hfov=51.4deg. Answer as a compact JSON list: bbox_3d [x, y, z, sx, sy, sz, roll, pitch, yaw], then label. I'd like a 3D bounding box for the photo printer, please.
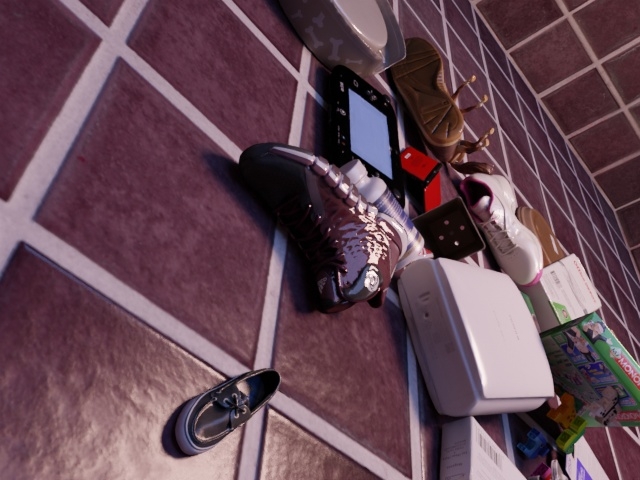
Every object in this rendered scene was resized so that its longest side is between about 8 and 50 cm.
[{"bbox_3d":[0.279,0.169,1.137,0.307,0.107,0.256,14,53,-47],"label":"photo printer"}]

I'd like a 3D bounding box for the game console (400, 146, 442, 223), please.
[{"bbox_3d":[0.201,-0.118,1.381,0.124,0.085,0.144,30,28,8],"label":"game console"}]

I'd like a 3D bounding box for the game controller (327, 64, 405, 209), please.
[{"bbox_3d":[0.080,-0.185,1.191,0.166,0.067,0.319,39,35,-35],"label":"game controller"}]

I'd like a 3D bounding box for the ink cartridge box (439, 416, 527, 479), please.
[{"bbox_3d":[0.265,0.433,0.959,0.275,0.060,0.239,49,32,-22],"label":"ink cartridge box"}]

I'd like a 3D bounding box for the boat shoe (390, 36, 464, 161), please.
[{"bbox_3d":[0.247,-0.331,1.564,0.123,0.123,0.342,72,0,-58],"label":"boat shoe"}]

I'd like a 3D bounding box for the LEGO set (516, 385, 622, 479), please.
[{"bbox_3d":[0.449,0.362,1.214,0.093,0.227,0.087,49,-8,-31],"label":"LEGO set"}]

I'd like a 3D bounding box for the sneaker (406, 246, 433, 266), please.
[{"bbox_3d":[0.157,0.010,1.170,0.118,0.042,0.067,-5,73,-57],"label":"sneaker"}]

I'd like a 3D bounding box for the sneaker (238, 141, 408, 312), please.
[{"bbox_3d":[0.000,0.000,0.875,0.281,0.106,0.163,31,56,-25],"label":"sneaker"}]

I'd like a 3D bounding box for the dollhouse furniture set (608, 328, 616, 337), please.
[{"bbox_3d":[0.676,0.277,1.662,0.123,0.144,0.151,54,-7,-13],"label":"dollhouse furniture set"}]

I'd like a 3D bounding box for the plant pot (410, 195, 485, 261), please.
[{"bbox_3d":[0.248,-0.013,1.279,0.109,0.109,0.096,64,17,6],"label":"plant pot"}]

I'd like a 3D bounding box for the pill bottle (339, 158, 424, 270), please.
[{"bbox_3d":[0.078,-0.038,1.031,0.169,0.094,0.094,53,30,-15],"label":"pill bottle"}]

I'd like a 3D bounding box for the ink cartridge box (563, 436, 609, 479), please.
[{"bbox_3d":[0.534,0.489,1.350,0.208,0.045,0.206,59,28,-5],"label":"ink cartridge box"}]

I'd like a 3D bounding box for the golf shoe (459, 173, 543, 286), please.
[{"bbox_3d":[0.416,-0.028,1.568,0.140,0.115,0.306,11,49,-42],"label":"golf shoe"}]

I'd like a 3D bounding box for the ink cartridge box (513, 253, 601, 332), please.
[{"bbox_3d":[0.579,0.135,1.631,0.208,0.087,0.153,-16,78,-42],"label":"ink cartridge box"}]

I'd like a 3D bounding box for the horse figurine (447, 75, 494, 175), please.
[{"bbox_3d":[0.334,-0.265,1.600,0.066,0.174,0.264,4,69,-36],"label":"horse figurine"}]

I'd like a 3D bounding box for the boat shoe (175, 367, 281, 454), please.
[{"bbox_3d":[-0.087,0.160,0.652,0.049,0.040,0.142,62,29,0],"label":"boat shoe"}]

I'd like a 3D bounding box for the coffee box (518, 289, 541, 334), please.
[{"bbox_3d":[0.427,0.158,1.472,0.184,0.040,0.113,26,45,-47],"label":"coffee box"}]

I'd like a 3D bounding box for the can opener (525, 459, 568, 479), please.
[{"bbox_3d":[0.427,0.495,1.166,0.284,0.095,0.076,61,25,-28],"label":"can opener"}]

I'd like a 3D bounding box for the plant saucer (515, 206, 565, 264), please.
[{"bbox_3d":[0.666,0.017,1.979,0.278,0.041,0.278,39,35,-35],"label":"plant saucer"}]

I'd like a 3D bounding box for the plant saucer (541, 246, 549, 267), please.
[{"bbox_3d":[0.562,0.050,1.771,0.198,0.036,0.199,31,45,-36],"label":"plant saucer"}]

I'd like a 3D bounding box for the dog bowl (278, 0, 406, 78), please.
[{"bbox_3d":[0.032,-0.476,1.332,0.348,0.102,0.349,38,36,-35],"label":"dog bowl"}]

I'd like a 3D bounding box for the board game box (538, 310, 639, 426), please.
[{"bbox_3d":[0.519,0.262,1.294,0.214,0.046,0.317,53,-11,11],"label":"board game box"}]
